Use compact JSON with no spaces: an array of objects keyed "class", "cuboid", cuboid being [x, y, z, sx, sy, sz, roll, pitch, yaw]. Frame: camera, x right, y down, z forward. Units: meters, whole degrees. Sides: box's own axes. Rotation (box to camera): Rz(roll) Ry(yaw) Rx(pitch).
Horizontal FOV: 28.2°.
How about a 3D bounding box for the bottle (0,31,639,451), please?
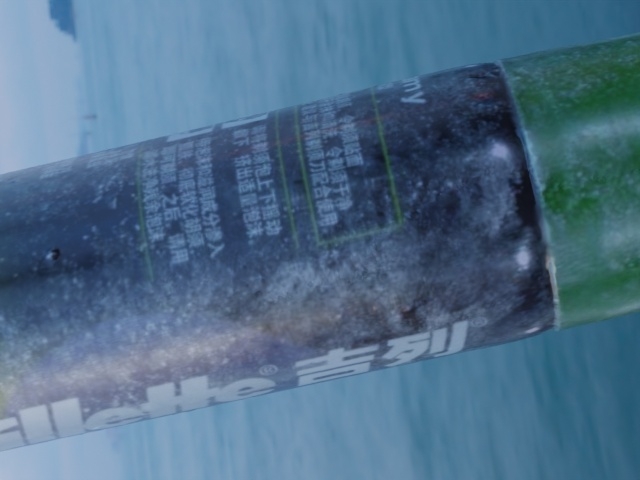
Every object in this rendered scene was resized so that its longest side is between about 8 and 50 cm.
[{"class":"bottle","cuboid":[0.000,0.000,0.421,0.093,0.330,0.093,-13,-90,-85]}]
